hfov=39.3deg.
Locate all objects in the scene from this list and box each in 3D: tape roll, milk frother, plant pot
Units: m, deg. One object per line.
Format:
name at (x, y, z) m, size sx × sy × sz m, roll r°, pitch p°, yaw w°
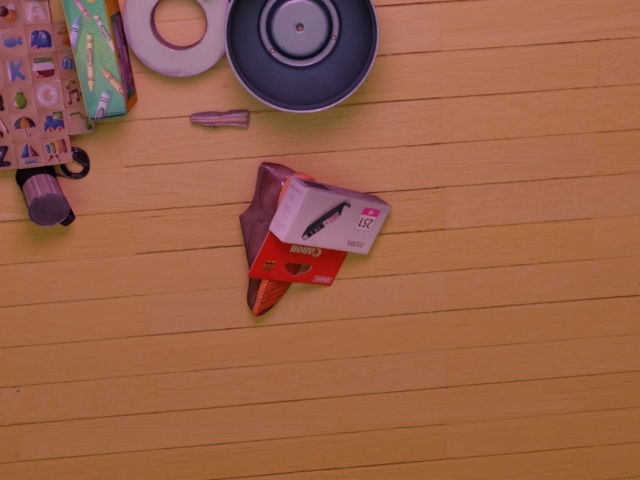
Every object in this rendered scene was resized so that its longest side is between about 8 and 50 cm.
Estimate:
tape roll at (-0.284, -0.444, 1.810) m, size 0.219 × 0.072 × 0.219 m, roll -1°, pitch 109°, yaw -4°
milk frother at (-0.547, -0.117, 1.871) m, size 0.129 × 0.135 × 0.143 m, roll 23°, pitch 112°, yaw -44°
plant pot at (-0.039, -0.413, 1.770) m, size 0.293 × 0.196 × 0.293 m, roll -1°, pitch 108°, yaw -3°

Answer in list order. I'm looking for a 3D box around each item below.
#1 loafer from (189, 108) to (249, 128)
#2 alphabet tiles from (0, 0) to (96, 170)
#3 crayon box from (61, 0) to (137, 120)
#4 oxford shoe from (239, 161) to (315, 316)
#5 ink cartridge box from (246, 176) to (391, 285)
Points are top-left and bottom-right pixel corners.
loafer at (-0.212, -0.252, 1.896) m, size 0.125 × 0.045 × 0.039 m, roll -5°, pitch 116°, yaw -5°
alphabet tiles at (-0.615, -0.319, 1.830) m, size 0.285 × 0.011 × 0.343 m, roll -7°, pitch 98°, yaw -1°
crayon box at (-0.435, -0.391, 1.769) m, size 0.081 × 0.165 × 0.279 m, roll -8°, pitch 109°, yaw -1°
oxford shoe at (-0.113, -0.002, 1.966) m, size 0.132 × 0.130 × 0.364 m, roll 29°, pitch 117°, yaw 24°
ink cartridge box at (0.000, 0.000, 1.906) m, size 0.275 × 0.060 × 0.239 m, roll 9°, pitch 112°, yaw -47°
